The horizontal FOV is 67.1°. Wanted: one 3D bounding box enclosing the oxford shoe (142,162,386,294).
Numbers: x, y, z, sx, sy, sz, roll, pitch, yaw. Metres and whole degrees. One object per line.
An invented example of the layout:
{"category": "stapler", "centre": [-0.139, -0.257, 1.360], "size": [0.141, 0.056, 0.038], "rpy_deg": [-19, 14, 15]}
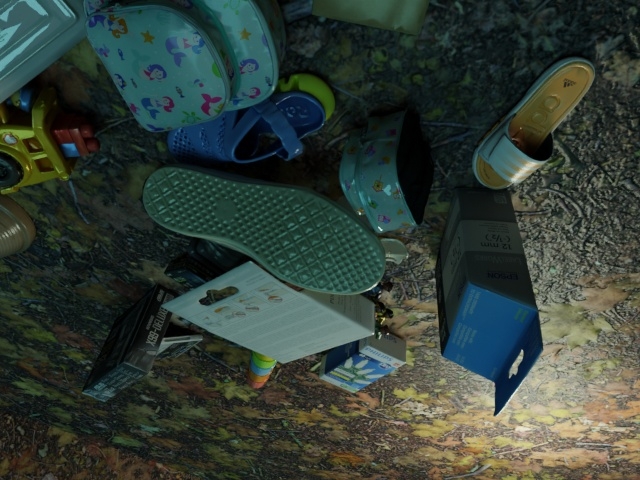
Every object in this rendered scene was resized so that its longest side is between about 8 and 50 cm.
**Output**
{"category": "oxford shoe", "centre": [-0.094, -0.031, 0.875], "size": [0.449, 0.130, 0.169], "rpy_deg": [19, 95, 7]}

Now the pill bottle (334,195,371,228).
{"category": "pill bottle", "centre": [0.000, 0.000, 1.014], "size": [0.119, 0.119, 0.208], "rpy_deg": [35, 133, -25]}

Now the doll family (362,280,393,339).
{"category": "doll family", "centre": [0.131, 0.167, 1.210], "size": [0.111, 0.076, 0.193], "rpy_deg": [0, 135, 18]}

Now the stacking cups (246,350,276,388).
{"category": "stacking cups", "centre": [-0.176, 0.378, 1.487], "size": [0.096, 0.096, 0.316], "rpy_deg": [14, 138, -4]}

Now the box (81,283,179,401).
{"category": "box", "centre": [-0.531, 0.290, 1.350], "size": [0.076, 0.242, 0.307], "rpy_deg": [34, 134, -25]}

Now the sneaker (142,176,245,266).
{"category": "sneaker", "centre": [-0.239, -0.058, 1.024], "size": [0.130, 0.109, 0.286], "rpy_deg": [-29, 135, 28]}

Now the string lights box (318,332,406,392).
{"category": "string lights box", "centre": [0.119, 0.348, 1.410], "size": [0.133, 0.077, 0.260], "rpy_deg": [27, 136, -17]}

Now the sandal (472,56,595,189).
{"category": "sandal", "centre": [0.339, -0.170, 0.789], "size": [0.102, 0.076, 0.265], "rpy_deg": [17, 138, -7]}

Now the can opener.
{"category": "can opener", "centre": [-0.210, 0.093, 1.181], "size": [0.074, 0.093, 0.280], "rpy_deg": [-9, 138, 37]}

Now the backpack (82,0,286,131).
{"category": "backpack", "centre": [-0.181, -0.284, 0.693], "size": [0.253, 0.191, 0.225], "rpy_deg": [-8, 135, 12]}

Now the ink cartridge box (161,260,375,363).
{"category": "ink cartridge box", "centre": [-0.110, 0.151, 1.098], "size": [0.308, 0.091, 0.385], "rpy_deg": [-26, 134, 35]}

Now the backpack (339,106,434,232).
{"category": "backpack", "centre": [0.114, -0.108, 0.816], "size": [0.144, 0.188, 0.166], "rpy_deg": [-11, 135, 21]}

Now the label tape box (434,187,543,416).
{"category": "label tape box", "centre": [0.294, 0.108, 0.903], "size": [0.115, 0.348, 0.249], "rpy_deg": [6, 138, 5]}

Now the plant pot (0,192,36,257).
{"category": "plant pot", "centre": [-0.832, -0.025, 1.157], "size": [0.237, 0.110, 0.237], "rpy_deg": [6, 139, 6]}

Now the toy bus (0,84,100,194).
{"category": "toy bus", "centre": [-0.524, -0.211, 0.876], "size": [0.211, 0.149, 0.220], "rpy_deg": [-7, 135, 0]}

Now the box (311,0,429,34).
{"category": "box", "centre": [0.080, -0.387, 0.639], "size": [0.164, 0.021, 0.201], "rpy_deg": [11, 139, -1]}

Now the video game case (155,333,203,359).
{"category": "video game case", "centre": [-0.486, 0.335, 1.495], "size": [0.173, 0.022, 0.190], "rpy_deg": [4, 150, -44]}

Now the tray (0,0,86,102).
{"category": "tray", "centre": [-0.484, -0.312, 0.728], "size": [0.270, 0.030, 0.145], "rpy_deg": [-36, 125, 2]}

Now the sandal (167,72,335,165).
{"category": "sandal", "centre": [-0.135, -0.185, 0.822], "size": [0.317, 0.138, 0.126], "rpy_deg": [-11, 136, 25]}

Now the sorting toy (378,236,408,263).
{"category": "sorting toy", "centre": [0.152, 0.030, 1.079], "size": [0.083, 0.045, 0.075], "rpy_deg": [3, 145, 7]}

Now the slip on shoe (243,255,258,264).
{"category": "slip on shoe", "centre": [-0.143, 0.028, 1.131], "size": [0.051, 0.041, 0.135], "rpy_deg": [33, 133, -24]}

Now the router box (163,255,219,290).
{"category": "router box", "centre": [-0.323, 0.085, 1.209], "size": [0.092, 0.038, 0.122], "rpy_deg": [40, 146, -28]}
